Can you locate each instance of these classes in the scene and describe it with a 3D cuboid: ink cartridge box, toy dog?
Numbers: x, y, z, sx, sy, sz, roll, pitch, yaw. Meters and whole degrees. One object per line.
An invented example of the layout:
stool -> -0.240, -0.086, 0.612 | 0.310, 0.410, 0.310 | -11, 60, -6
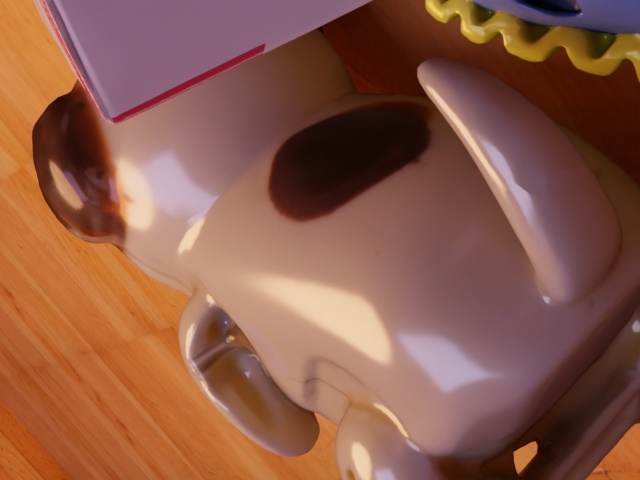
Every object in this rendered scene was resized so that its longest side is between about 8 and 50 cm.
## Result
ink cartridge box -> -0.090, -0.179, 0.674 | 0.237, 0.172, 0.100 | 49, 164, 58
toy dog -> 0.000, 0.000, 0.735 | 0.408, 0.284, 0.395 | 36, 169, 29

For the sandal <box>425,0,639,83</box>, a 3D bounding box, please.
sandal -> 0.175, -0.142, 0.561 | 0.317, 0.126, 0.138 | 25, 135, 19
